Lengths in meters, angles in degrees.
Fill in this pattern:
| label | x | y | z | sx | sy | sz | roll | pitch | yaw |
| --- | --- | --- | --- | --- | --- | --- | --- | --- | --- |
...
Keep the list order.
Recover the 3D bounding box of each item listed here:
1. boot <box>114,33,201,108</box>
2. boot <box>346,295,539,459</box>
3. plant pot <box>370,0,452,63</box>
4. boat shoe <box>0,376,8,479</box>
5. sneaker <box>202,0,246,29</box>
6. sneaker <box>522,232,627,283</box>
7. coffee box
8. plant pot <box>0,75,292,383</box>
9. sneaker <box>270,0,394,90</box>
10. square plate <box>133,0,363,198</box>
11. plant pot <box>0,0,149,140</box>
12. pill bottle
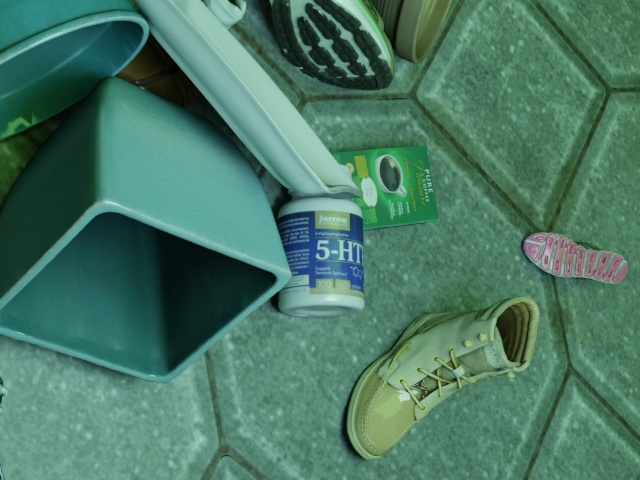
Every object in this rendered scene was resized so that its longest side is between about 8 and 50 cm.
| label | x | y | z | sx | sy | sz | roll | pitch | yaw |
| --- | --- | --- | --- | --- | --- | --- | --- | --- | --- |
| boot | -0.230 | -0.226 | 1.696 | 0.152 | 0.073 | 0.197 | -40 | 117 | -38 |
| boot | 0.163 | 0.177 | 1.839 | 0.095 | 0.203 | 0.262 | 55 | 51 | -15 |
| plant pot | 0.126 | -0.376 | 1.964 | 0.109 | 0.237 | 0.237 | 20 | 60 | 9 |
| boat shoe | -0.377 | 0.164 | 1.467 | 0.102 | 0.108 | 0.301 | -24 | 88 | -39 |
| sneaker | -0.136 | -0.350 | 1.806 | 0.053 | 0.061 | 0.152 | -28 | 97 | -38 |
| sneaker | 0.383 | 0.028 | 2.155 | 0.170 | 0.075 | 0.063 | 13 | 89 | -14 |
| coffee box | 0.080 | -0.070 | 1.934 | 0.184 | 0.040 | 0.113 | -9 | 87 | -40 |
| plant pot | -0.211 | -0.033 | 1.556 | 0.248 | 0.247 | 0.252 | 22 | 43 | -34 |
| sneaker | 0.011 | -0.368 | 1.820 | 0.182 | 0.158 | 0.410 | -61 | 139 | -30 |
| square plate | -0.091 | -0.174 | 1.626 | 0.347 | 0.049 | 0.344 | 50 | 7 | 4 |
| plant pot | -0.360 | -0.269 | 1.484 | 0.271 | 0.271 | 0.255 | -25 | 83 | -40 |
| pill bottle | 0.000 | 0.000 | 1.806 | 0.112 | 0.112 | 0.187 | 8 | 75 | -38 |
